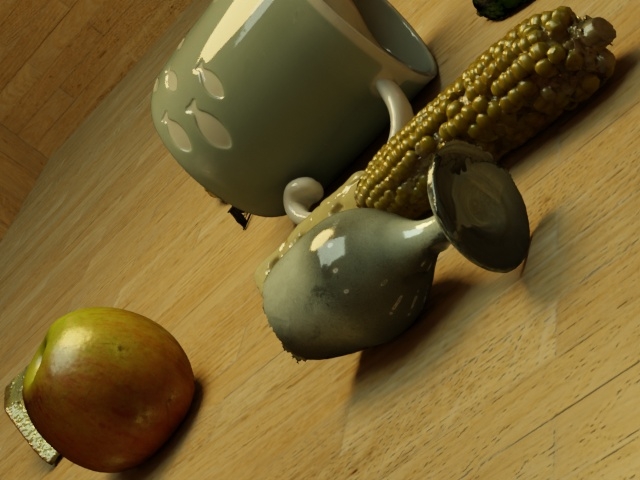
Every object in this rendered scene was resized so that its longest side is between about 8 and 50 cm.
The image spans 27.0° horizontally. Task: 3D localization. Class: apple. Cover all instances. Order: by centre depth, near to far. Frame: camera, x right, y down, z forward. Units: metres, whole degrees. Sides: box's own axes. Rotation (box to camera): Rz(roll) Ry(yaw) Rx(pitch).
[{"bbox_3d":[-0.251,0.169,1.549,0.196,0.196,0.196,-46,18,20],"label":"apple"}]

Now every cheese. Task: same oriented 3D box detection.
[{"bbox_3d":[0.000,0.000,1.449,0.194,0.043,0.065,-44,44,27],"label":"cheese"}]

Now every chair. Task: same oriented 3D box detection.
[{"bbox_3d":[-0.111,-0.051,1.862,0.042,0.037,0.086,-17,32,42],"label":"chair"}]

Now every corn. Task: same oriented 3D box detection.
[{"bbox_3d":[0.146,-0.110,1.241,0.320,0.097,0.097,-40,21,41],"label":"corn"}]

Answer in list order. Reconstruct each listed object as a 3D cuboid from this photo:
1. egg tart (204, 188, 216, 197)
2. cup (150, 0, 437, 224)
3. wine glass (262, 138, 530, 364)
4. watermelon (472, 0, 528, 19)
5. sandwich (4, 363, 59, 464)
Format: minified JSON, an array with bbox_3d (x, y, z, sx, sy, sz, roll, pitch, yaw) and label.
[{"bbox_3d":[-0.096,-0.229,2.030,0.345,0.132,0.345,-47,16,17],"label":"egg tart"},{"bbox_3d":[-0.025,-0.154,1.571,0.274,0.259,0.356,-46,49,21],"label":"cup"},{"bbox_3d":[0.059,0.017,1.152,0.241,0.126,0.126,-31,27,43],"label":"wine glass"},{"bbox_3d":[0.255,-0.335,1.481,0.245,0.063,0.119,-46,5,21],"label":"watermelon"},{"bbox_3d":[-0.397,0.228,1.952,0.094,0.096,0.258,-46,20,2],"label":"sandwich"}]
